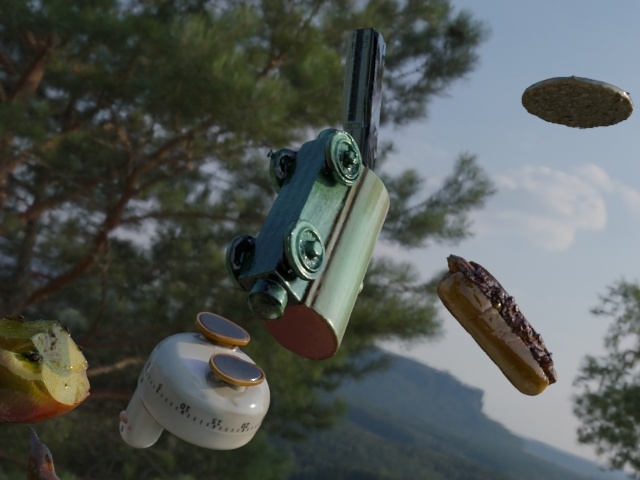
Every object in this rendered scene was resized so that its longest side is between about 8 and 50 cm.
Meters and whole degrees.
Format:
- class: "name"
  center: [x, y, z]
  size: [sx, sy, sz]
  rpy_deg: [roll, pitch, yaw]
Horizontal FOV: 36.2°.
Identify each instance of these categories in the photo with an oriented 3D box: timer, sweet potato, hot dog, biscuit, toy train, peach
- class: "timer"
  center: [-0.214, 0.278, 1.711]
  size: [0.233, 0.240, 0.233]
  rpy_deg: [27, 18, -9]
- class: "sweet potato"
  center: [-0.460, 0.386, 1.618]
  size: [0.195, 0.056, 0.056]
  rpy_deg: [61, 11, 27]
- class: "hot dog"
  center: [0.268, 0.122, 1.475]
  size: [0.249, 0.102, 0.076]
  rpy_deg: [52, -42, 6]
- class: "biscuit"
  center: [0.341, -0.183, 1.299]
  size: [0.152, 0.020, 0.152]
  rpy_deg: [10, -13, 2]
- class: "toy train"
  center: [0.000, 0.000, 1.129]
  size: [0.116, 0.285, 0.177]
  rpy_deg: [-14, -53, 33]
- class: "peach"
  center: [-0.327, 0.135, 1.036]
  size: [0.151, 0.118, 0.151]
  rpy_deg: [51, 6, -7]
- class: "toy train"
  center: [0.050, -0.157, 1.300]
  size: [0.048, 0.252, 0.055]
  rpy_deg: [1, -15, 18]
